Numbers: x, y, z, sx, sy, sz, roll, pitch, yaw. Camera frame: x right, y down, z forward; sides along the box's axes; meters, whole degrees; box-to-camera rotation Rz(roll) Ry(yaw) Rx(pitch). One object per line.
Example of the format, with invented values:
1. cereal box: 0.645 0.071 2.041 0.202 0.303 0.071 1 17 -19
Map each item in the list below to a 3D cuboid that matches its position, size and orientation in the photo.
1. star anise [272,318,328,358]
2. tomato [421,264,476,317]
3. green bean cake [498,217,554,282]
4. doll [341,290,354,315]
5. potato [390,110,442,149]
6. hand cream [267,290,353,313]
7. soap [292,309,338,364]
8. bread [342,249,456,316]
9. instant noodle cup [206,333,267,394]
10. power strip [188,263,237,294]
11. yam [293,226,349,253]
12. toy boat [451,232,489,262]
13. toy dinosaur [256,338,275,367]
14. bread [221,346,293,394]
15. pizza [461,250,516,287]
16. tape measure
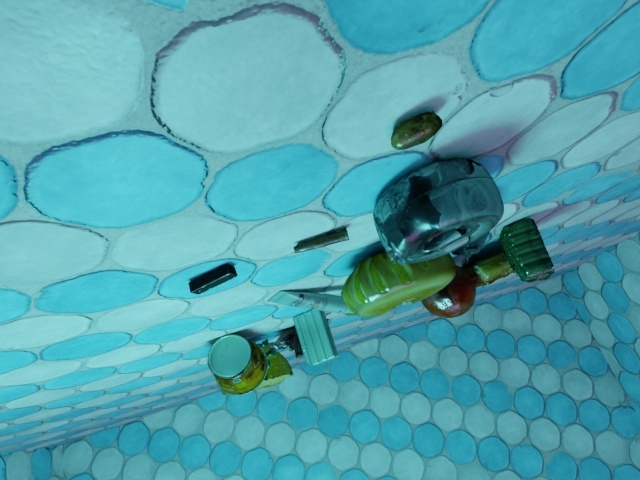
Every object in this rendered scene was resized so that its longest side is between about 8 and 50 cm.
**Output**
1. star anise: -0.082 0.412 1.764 0.283 0.129 0.212 -21 176 15
2. tomato: 0.483 0.190 1.575 0.208 0.208 0.184 -16 152 -9
3. green bean cake: 0.695 0.049 1.414 0.107 0.208 0.193 -19 157 7
4. doll: 0.139 0.215 1.497 0.137 0.097 0.209 -5 150 -20
5. potato: 0.148 -0.168 0.639 0.083 0.040 0.051 -27 153 15
6. hand cream: -0.009 0.198 1.358 0.331 0.058 0.085 15 146 -32
7. soap: -0.019 0.368 1.583 0.119 0.197 0.066 -25 157 14
8. bread: 0.221 0.101 1.194 0.333 0.160 0.333 -19 159 -8
9. instant noodle cup: -0.319 0.456 1.556 0.216 0.215 0.172 -17 150 -5
10. power strip: -0.246 0.088 0.941 0.111 0.029 0.038 -26 158 9
11. yam: 0.000 0.000 0.947 0.130 0.033 0.027 -14 -174 -1
12. toy boat: 0.404 -0.047 1.108 0.093 0.103 0.246 -6 145 2
13. toy dinosaur: -0.275 0.503 1.690 0.153 0.259 0.094 -25 116 10
14. bread: -0.301 0.583 1.899 0.340 0.178 0.194 3 148 -40
15. pizza: 0.689 0.105 1.645 0.278 0.113 0.409 -32 163 32
16. tape measure: 0.249 -0.050 0.871 0.256 0.147 0.275 -32 156 29
